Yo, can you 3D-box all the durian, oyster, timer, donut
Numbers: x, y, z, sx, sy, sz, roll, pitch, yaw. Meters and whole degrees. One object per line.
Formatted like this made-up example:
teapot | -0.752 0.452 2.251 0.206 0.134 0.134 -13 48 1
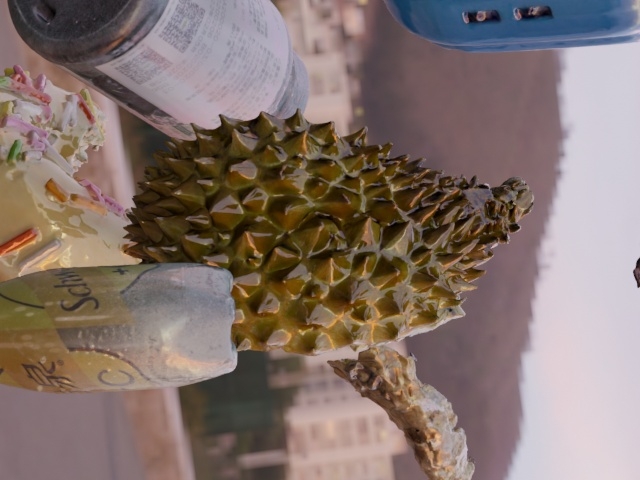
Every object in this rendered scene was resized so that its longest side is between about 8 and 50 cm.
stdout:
durian | 0.000 0.000 1.336 0.166 0.306 0.172 51 35 -79
oyster | 0.088 0.172 1.835 0.106 0.200 0.061 -43 -165 52
timer | 0.210 -0.288 1.541 0.115 0.309 0.340 62 37 -41
donut | -0.286 -0.044 2.020 0.307 0.150 0.371 14 32 -51

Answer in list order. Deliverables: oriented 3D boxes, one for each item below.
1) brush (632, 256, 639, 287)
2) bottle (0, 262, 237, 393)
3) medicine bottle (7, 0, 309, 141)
brush | 0.340 0.002 1.152 0.067 0.313 0.072 34 59 -42
bottle | -0.189 0.060 1.217 0.083 0.269 0.083 177 -90 -85
medicine bottle | -0.114 -0.161 1.491 0.293 0.141 0.141 31 46 -59
